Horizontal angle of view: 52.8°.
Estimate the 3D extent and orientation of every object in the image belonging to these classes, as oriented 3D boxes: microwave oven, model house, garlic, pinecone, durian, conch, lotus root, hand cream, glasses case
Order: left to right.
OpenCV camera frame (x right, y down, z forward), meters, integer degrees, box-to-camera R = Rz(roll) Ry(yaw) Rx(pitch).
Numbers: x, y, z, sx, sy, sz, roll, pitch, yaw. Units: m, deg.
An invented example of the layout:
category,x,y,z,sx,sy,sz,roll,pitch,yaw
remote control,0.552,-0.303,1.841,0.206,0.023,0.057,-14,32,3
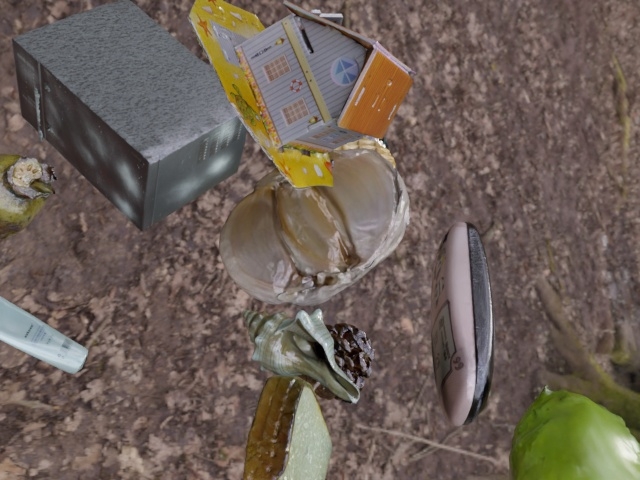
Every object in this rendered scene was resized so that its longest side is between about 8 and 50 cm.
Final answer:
category,x,y,z,sx,sy,sz,roll,pitch,yaw
lotus root,-0.574,-0.089,1.178,0.154,0.278,0.154,15,69,-43
hand cream,-0.717,0.225,1.581,0.320,0.067,0.109,38,37,-23
microwave oven,-0.418,-0.298,1.472,0.432,0.236,0.374,41,51,12
conch,-0.033,0.163,1.068,0.114,0.233,0.137,-44,134,-56
garlic,0.000,0.000,0.769,0.143,0.229,0.178,64,6,-59
model house,0.002,-0.167,0.608,0.207,0.136,0.219,69,19,5
pinecone,0.052,0.363,1.984,0.244,0.244,0.309,65,28,-4
glasses case,0.193,0.102,0.885,0.075,0.122,0.314,7,45,2
durian,0.331,0.345,0.749,0.340,0.204,0.255,52,36,9

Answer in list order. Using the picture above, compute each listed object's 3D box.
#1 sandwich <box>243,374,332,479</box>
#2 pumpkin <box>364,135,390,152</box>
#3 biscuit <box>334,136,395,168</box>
category,x,y,z,sx,sy,sz,roll,pitch,yaw
sandwich,-0.054,0.378,1.131,0.226,0.087,0.251,-73,157,-43
pumpkin,0.036,-0.206,1.698,0.315,0.315,0.238,54,7,-14
biscuit,0.044,-0.173,1.325,0.204,0.309,0.040,-14,127,-27
